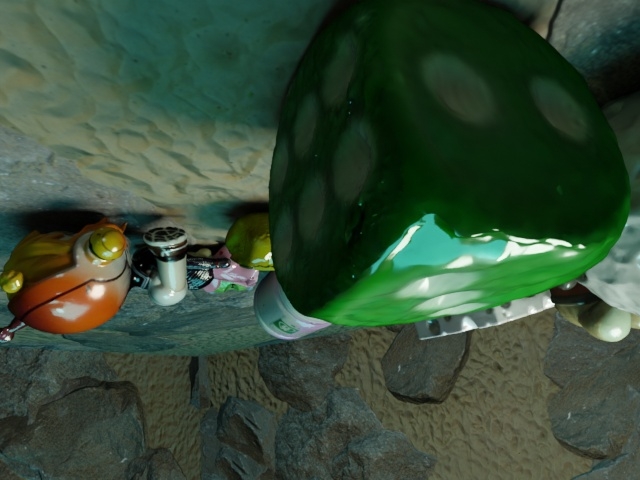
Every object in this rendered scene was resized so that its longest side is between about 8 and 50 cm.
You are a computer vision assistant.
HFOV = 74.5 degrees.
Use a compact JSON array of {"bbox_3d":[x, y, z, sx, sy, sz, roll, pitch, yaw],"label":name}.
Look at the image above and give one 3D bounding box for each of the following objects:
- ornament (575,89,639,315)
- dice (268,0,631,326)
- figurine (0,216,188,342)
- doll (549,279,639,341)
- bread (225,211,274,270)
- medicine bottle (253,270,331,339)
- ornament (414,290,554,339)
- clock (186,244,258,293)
[{"bbox_3d":[0.482,-0.047,0.582,0.336,0.337,0.337,-6,161,-2],"label":"ornament"},{"bbox_3d":[0.114,-0.065,0.482,0.299,0.287,0.297,1,159,-23],"label":"dice"},{"bbox_3d":[-0.426,0.068,0.798,0.323,0.196,0.320,-8,170,-28],"label":"figurine"},{"bbox_3d":[0.508,0.029,0.826,0.234,0.330,0.174,-9,166,-15],"label":"doll"},{"bbox_3d":[0.000,0.000,0.869,0.383,0.112,0.166,2,-175,-24],"label":"bread"},{"bbox_3d":[-0.037,0.131,1.098,0.212,0.212,0.325,2,158,-24],"label":"medicine bottle"},{"bbox_3d":[0.354,0.074,0.978,0.239,0.239,0.239,-7,165,-31],"label":"ornament"},{"bbox_3d":[-0.255,0.076,1.031,0.195,0.100,0.194,1,161,-18],"label":"clock"}]
